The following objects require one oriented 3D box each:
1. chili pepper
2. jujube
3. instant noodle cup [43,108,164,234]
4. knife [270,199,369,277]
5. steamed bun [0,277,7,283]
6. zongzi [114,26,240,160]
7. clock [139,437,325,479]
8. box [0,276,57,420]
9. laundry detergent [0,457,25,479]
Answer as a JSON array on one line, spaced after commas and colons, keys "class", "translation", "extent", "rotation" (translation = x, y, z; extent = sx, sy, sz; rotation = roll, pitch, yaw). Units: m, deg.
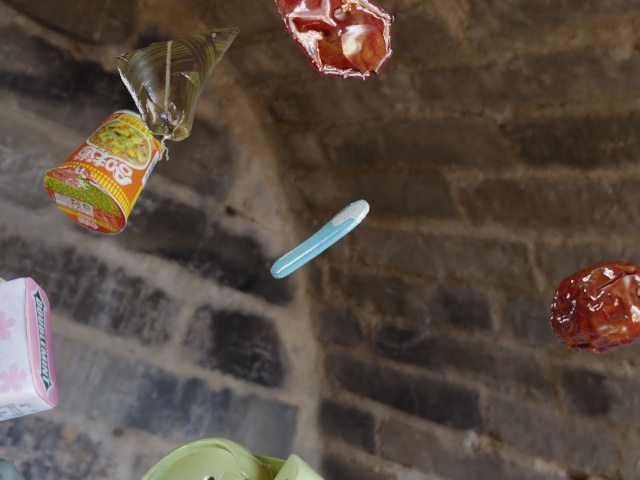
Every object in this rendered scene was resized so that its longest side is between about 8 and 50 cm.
[{"class": "chili pepper", "translation": [-0.008, -0.311, 1.452], "extent": [0.144, 0.136, 0.252], "rotation": [-7, 29, -17]}, {"class": "jujube", "translation": [0.529, 0.127, 2.029], "extent": [0.174, 0.174, 0.250], "rotation": [22, -20, -15]}, {"class": "instant noodle cup", "translation": [-0.424, -0.152, 2.201], "extent": [0.193, 0.212, 0.193], "rotation": [20, -33, 14]}, {"class": "knife", "translation": [0.000, 0.000, 2.002], "extent": [0.031, 0.222, 0.064], "rotation": [48, 10, -31]}, {"class": "steamed bun", "translation": [-0.632, 0.147, 1.939], "extent": [0.172, 0.155, 0.141], "rotation": [18, 24, 42]}, {"class": "zongzi", "translation": [-0.222, -0.286, 1.948], "extent": [0.111, 0.241, 0.247], "rotation": [74, -10, -47]}, {"class": "clock", "translation": [-0.167, 0.407, 1.526], "extent": [0.348, 0.286, 0.117], "rotation": [7, -34, 50]}, {"class": "box", "translation": [-0.573, 0.184, 1.548], "extent": [0.370, 0.190, 0.112], "rotation": [-14, -28, 0]}, {"class": "laundry detergent", "translation": [-0.486, 0.421, 1.530], "extent": [0.125, 0.263, 0.398], "rotation": [-4, -20, -8]}]
